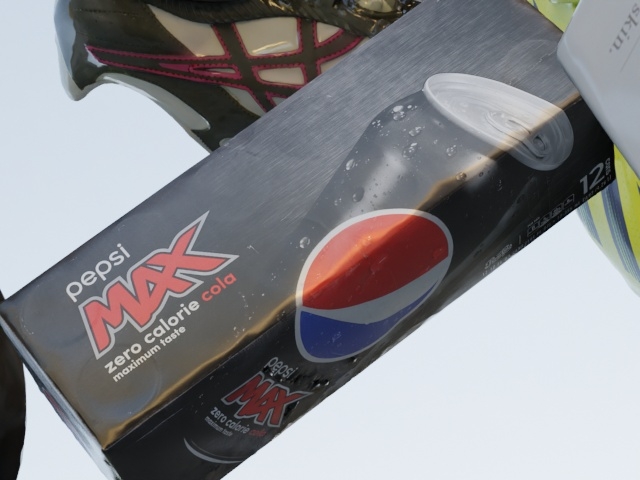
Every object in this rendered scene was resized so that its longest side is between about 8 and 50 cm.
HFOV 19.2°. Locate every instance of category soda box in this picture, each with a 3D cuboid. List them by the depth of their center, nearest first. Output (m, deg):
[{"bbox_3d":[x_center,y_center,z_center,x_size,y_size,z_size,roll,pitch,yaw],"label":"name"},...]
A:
[{"bbox_3d":[0.000,0.000,0.515,0.169,0.060,0.053,-37,-31,-12],"label":"soda box"}]

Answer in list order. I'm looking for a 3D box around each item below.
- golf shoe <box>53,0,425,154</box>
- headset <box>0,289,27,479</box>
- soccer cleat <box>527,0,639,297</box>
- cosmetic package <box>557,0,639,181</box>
[{"bbox_3d":[-0.001,-0.093,0.939,0.272,0.105,0.120,20,-60,5],"label":"golf shoe"},{"bbox_3d":[-0.204,0.108,0.729,0.243,0.185,0.394,-36,-54,-27],"label":"headset"},{"bbox_3d":[0.108,-0.078,0.662,0.093,0.289,0.121,-27,-37,2],"label":"soccer cleat"},{"bbox_3d":[0.203,-0.008,0.300,0.156,0.385,0.217,7,-55,-24],"label":"cosmetic package"}]
